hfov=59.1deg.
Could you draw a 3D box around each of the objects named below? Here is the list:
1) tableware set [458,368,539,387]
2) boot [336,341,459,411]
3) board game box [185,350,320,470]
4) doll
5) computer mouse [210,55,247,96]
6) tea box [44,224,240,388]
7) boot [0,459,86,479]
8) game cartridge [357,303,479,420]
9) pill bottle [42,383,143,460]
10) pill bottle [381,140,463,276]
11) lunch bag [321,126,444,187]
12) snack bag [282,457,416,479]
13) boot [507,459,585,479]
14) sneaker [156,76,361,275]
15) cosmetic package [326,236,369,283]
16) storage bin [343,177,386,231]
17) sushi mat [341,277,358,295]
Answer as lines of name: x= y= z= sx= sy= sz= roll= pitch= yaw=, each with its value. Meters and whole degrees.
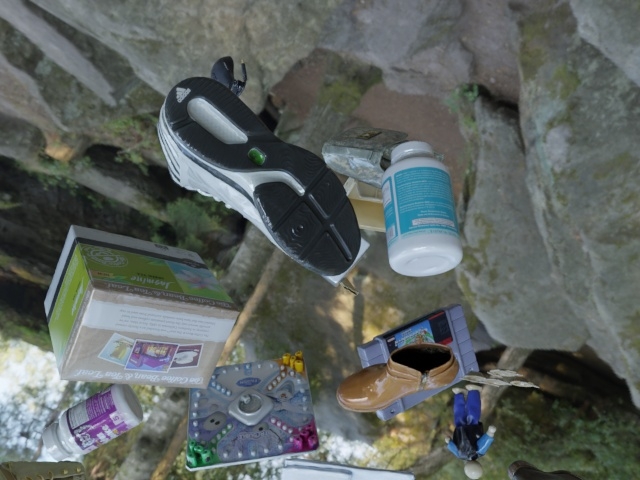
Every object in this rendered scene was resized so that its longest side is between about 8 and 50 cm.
tableware set: x=0.430 y=0.335 z=1.360 sx=0.141 sy=0.020 sz=0.168 roll=22 pitch=155 yaw=-26
boot: x=0.160 y=0.295 z=1.223 sx=0.283 sy=0.109 sz=0.220 roll=-8 pitch=155 yaw=8
board game box: x=-0.221 y=0.514 z=1.777 sx=0.390 sy=0.050 sz=0.390 roll=-6 pitch=-147 yaw=-6
doll: x=0.321 y=0.407 z=1.205 sx=0.046 sy=0.189 sz=0.129 roll=28 pitch=142 yaw=-31
computer mouse: x=-0.308 y=-0.545 z=1.852 sx=0.060 sy=0.184 sz=0.262 roll=17 pitch=-130 yaw=-32
tea box: x=-0.416 y=0.152 z=1.291 sx=0.329 sy=0.220 sz=0.323 roll=15 pitch=-164 yaw=-37
boot: x=-0.549 y=0.481 z=1.091 sx=0.203 sy=0.095 sz=0.262 roll=18 pitch=160 yaw=-37
game cartridge: x=0.291 y=0.343 z=1.642 sx=0.355 sy=0.230 sz=0.068 roll=-20 pitch=-168 yaw=-23
pill bottle: x=-0.789 y=0.632 z=1.960 sx=0.169 sy=0.301 sz=0.169 roll=59 pitch=171 yaw=15
pill bottle: x=0.202 y=-0.070 z=1.161 sx=0.146 sy=0.264 sz=0.146 roll=-2 pitch=155 yaw=-1
lunch bag: x=0.177 y=-0.240 z=1.661 sx=0.287 sy=0.169 sz=0.235 roll=11 pitch=-174 yaw=-45
snack bag: x=0.060 y=0.711 z=1.505 sx=0.342 sy=0.323 sz=0.037 roll=6 pitch=-150 yaw=-1
boot: x=0.554 y=0.587 z=1.311 sx=0.219 sy=0.082 sz=0.106 roll=16 pitch=-174 yaw=-7
sneaker: x=-0.125 y=-0.107 z=1.086 sx=0.447 sy=0.169 sz=0.257 roll=44 pitch=162 yaw=-18
cosmetic package: x=0.000 y=0.000 z=1.497 sx=0.224 sy=0.138 sz=0.225 roll=40 pitch=175 yaw=6
storage bin: x=0.210 y=-0.140 z=2.044 sx=0.260 sy=0.123 sz=0.262 roll=8 pitch=159 yaw=-12
sushi mat: x=0.031 y=0.071 z=2.145 sx=0.316 sy=0.019 sz=0.151 roll=54 pitch=-171 yaw=25
